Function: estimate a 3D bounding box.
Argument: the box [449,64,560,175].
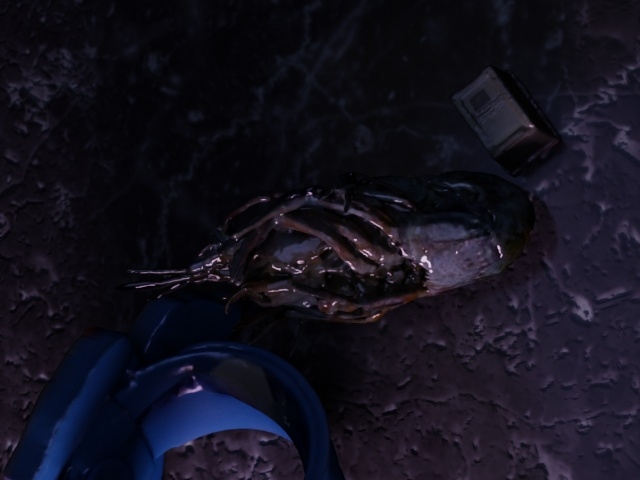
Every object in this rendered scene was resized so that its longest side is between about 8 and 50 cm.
[{"bbox_3d":[0.161,-0.109,1.181,0.060,0.063,0.084,-37,73,15],"label":"box"}]

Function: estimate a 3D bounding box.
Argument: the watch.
[{"bbox_3d":[-0.095,0.193,1.197,0.275,0.241,0.305,19,60,27],"label":"watch"}]

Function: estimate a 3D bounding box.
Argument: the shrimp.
[{"bbox_3d":[0.002,-0.001,1.152,0.372,0.172,0.137,-16,46,-6],"label":"shrimp"}]
